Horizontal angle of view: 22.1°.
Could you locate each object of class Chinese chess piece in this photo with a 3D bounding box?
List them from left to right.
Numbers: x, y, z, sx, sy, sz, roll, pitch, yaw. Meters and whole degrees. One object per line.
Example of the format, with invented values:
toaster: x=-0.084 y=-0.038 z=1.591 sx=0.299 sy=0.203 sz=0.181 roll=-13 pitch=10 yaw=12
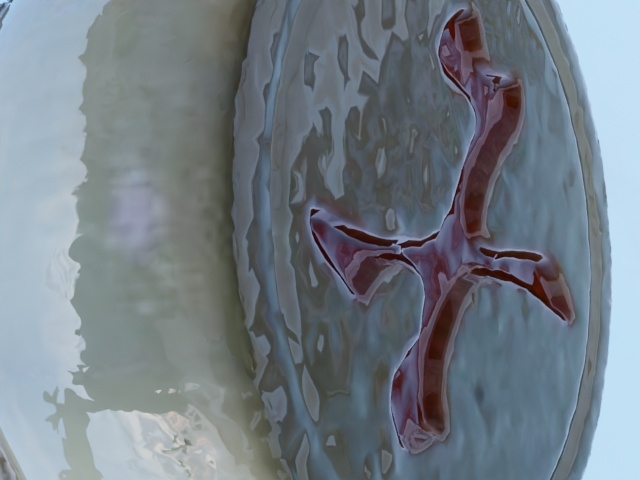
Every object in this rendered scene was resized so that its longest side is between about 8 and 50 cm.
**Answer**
Chinese chess piece: x=0.000 y=0.000 z=0.684 sx=0.338 sy=0.141 sz=0.338 roll=7 pitch=-98 yaw=-56
